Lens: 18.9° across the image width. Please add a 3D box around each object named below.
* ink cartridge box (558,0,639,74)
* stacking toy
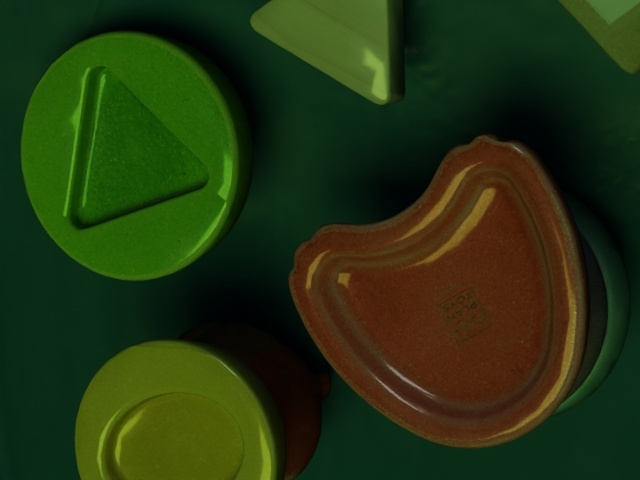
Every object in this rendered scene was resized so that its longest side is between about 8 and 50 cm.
[{"bbox_3d":[0.133,-0.219,0.822,0.235,0.088,0.193,44,125,-11],"label":"ink cartridge box"},{"bbox_3d":[0.000,0.000,1.030,0.309,0.130,0.279,-21,88,25],"label":"stacking toy"}]
